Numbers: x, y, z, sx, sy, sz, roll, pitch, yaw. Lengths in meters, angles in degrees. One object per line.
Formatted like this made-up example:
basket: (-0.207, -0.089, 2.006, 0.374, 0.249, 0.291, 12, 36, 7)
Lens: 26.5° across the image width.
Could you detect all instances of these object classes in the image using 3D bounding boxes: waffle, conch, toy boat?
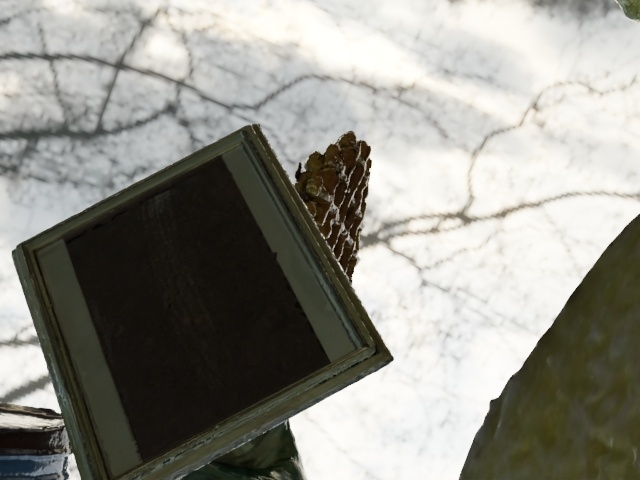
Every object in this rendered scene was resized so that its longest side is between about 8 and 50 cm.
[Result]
waffle: (0.000, 0.000, 1.722, 0.069, 0.293, 0.260, 15, -146, 15)
conch: (-0.096, 0.261, 1.469, 0.196, 0.134, 0.202, 29, -133, 3)
toy boat: (-0.263, 0.175, 1.036, 0.100, 0.097, 0.223, 19, -179, 30)

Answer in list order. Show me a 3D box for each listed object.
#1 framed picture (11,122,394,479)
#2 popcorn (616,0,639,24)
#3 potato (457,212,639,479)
framed picture: (-0.102, 0.041, 0.999, 0.293, 0.231, 0.018, 59, 177, 46)
popcorn: (0.318, -0.257, 1.041, 0.173, 0.286, 0.225, -15, -161, -42)
potato: (0.160, 0.083, 0.383, 0.116, 0.299, 0.239, 25, -150, -21)
